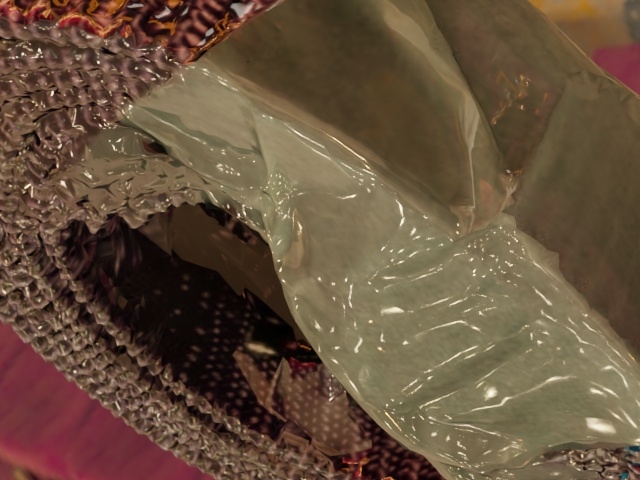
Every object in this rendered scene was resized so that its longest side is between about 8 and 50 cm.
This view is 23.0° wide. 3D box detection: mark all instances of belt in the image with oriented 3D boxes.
[{"bbox_3d":[0.000,0.000,0.565,0.260,0.122,0.325,-9,135,42],"label":"belt"}]
